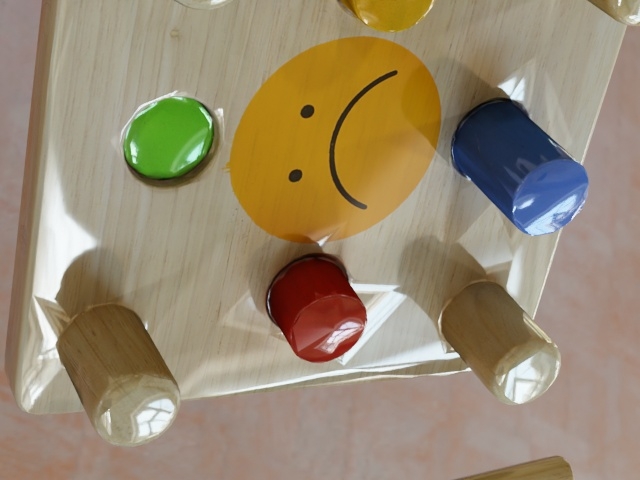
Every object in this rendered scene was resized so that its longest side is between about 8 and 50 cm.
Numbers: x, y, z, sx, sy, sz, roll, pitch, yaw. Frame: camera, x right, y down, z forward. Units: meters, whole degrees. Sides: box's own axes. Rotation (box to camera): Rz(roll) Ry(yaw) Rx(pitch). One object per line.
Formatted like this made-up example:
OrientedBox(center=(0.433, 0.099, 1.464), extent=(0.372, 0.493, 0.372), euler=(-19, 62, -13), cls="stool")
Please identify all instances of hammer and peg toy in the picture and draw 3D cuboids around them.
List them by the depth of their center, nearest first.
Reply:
OrientedBox(center=(0.000, 0.000, 0.602), extent=(0.265, 0.127, 0.361), euler=(-3, 122, -26), cls="hammer and peg toy")
